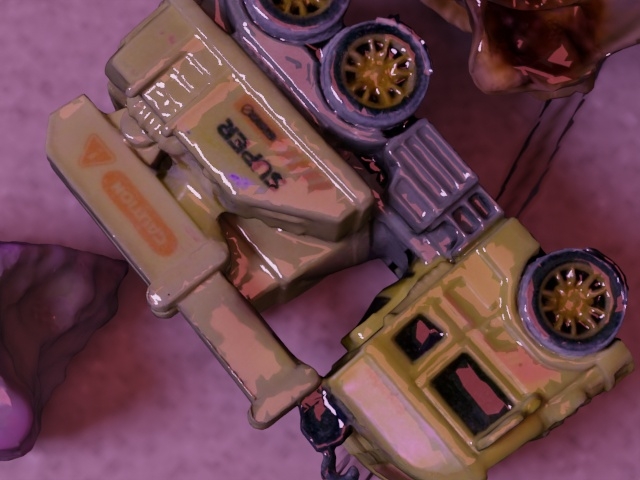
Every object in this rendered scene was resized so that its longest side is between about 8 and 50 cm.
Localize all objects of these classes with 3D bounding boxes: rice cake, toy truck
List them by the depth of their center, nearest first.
[{"bbox_3d":[-0.254,0.024,0.430,0.399,0.070,0.064,2,86,-4],"label":"rice cake"},{"bbox_3d":[0.000,0.000,0.453,0.100,0.077,0.169,-40,89,-12],"label":"toy truck"}]

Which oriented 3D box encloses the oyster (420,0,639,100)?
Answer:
[{"bbox_3d":[0.137,-0.158,0.459,0.337,0.133,0.197,-24,87,-13],"label":"oyster"}]
